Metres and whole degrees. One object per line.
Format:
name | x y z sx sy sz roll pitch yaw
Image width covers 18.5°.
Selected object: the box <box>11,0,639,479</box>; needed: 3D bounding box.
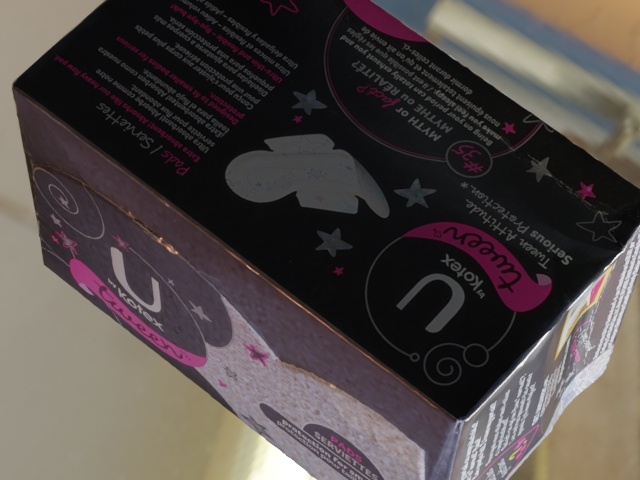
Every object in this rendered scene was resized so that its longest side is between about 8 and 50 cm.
box | 0.000 0.000 0.879 0.247 0.163 0.142 38 -115 19
